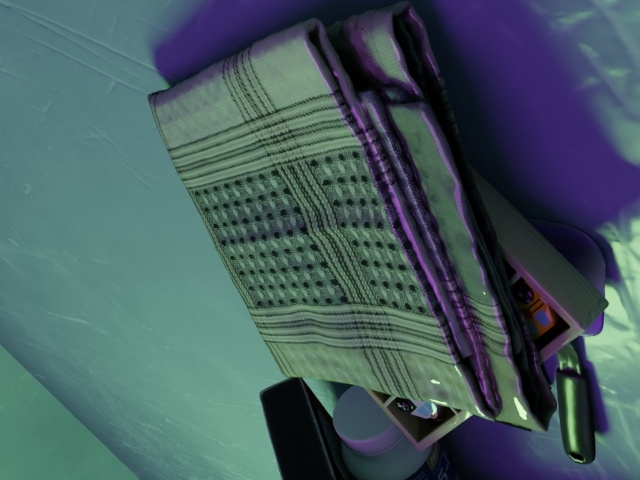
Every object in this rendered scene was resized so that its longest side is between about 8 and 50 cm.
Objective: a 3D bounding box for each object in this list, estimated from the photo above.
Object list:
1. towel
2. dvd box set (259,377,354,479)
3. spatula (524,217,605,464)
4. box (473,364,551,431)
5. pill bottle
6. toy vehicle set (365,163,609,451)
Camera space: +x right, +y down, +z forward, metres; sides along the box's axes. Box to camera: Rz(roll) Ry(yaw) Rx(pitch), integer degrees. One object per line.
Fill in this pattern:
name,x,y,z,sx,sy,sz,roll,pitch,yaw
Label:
towel,0.000,0.000,0.564,0.324,0.056,0.312,-2,116,52
dvd box set,0.065,0.394,0.902,0.420,0.062,0.308,61,-176,-45
spatula,0.202,0.100,0.597,0.084,0.030,0.296,9,140,36
box,0.160,0.120,0.649,0.062,0.052,0.083,6,137,43
pill bottle,0.088,0.252,0.850,0.112,0.112,0.187,8,140,41
toy vehicle set,0.087,0.058,0.587,0.166,0.035,0.267,47,146,14
